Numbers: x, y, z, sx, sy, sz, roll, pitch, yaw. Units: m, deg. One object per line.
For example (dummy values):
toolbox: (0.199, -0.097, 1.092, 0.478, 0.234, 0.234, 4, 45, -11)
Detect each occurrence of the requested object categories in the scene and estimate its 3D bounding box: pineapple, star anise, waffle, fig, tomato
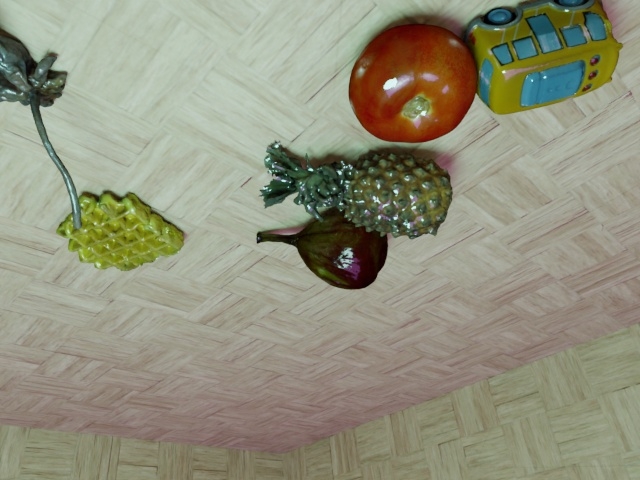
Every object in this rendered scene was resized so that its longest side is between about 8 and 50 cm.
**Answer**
pineapple: (0.065, -0.102, 0.944, 0.360, 0.175, 0.175, 12, 143, -4)
star anise: (-0.430, -0.155, 0.723, 0.148, 0.228, 0.219, -16, 156, 2)
waffle: (-0.444, -0.016, 1.041, 0.229, 0.057, 0.219, -18, 143, 17)
fig: (0.008, 0.033, 1.093, 0.289, 0.191, 0.191, -16, 144, 11)
tomato: (0.139, -0.239, 0.759, 0.194, 0.136, 0.195, -3, 143, -2)

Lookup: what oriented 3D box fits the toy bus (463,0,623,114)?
toy bus: (0.332, -0.273, 0.744, 0.209, 0.136, 0.126, -12, 145, 6)
